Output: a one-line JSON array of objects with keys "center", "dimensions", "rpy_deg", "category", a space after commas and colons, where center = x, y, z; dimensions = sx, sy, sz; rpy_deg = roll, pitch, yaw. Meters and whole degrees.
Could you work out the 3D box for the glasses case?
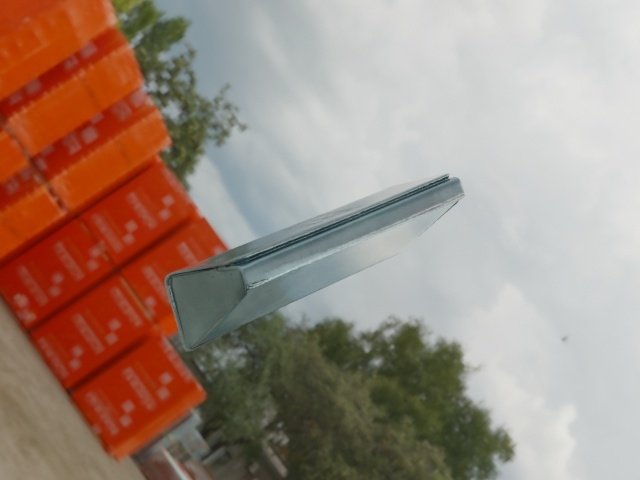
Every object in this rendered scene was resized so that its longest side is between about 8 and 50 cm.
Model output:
[{"center": [0.000, 0.000, 0.825], "dimensions": [0.056, 0.266, 0.105], "rpy_deg": [55, -46, 12], "category": "glasses case"}]
